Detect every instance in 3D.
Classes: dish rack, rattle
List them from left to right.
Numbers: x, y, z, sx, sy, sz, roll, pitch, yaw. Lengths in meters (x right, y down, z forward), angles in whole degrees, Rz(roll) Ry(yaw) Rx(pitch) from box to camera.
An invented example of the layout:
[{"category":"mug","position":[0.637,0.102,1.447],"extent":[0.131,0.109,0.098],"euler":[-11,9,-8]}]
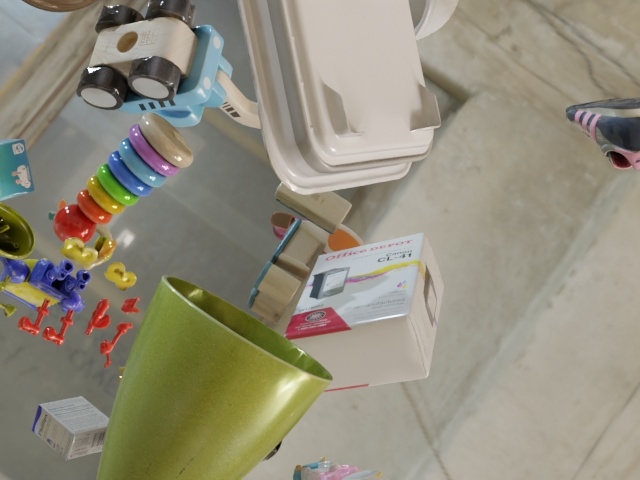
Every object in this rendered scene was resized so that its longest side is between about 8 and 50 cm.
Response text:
[{"category":"rattle","position":[-0.612,-0.030,2.402],"extent":[0.199,0.130,0.143],"euler":[60,-7,1]},{"category":"dish rack","position":[0.029,-0.225,0.984],"extent":[0.072,0.332,0.286],"euler":[-11,2,36]}]

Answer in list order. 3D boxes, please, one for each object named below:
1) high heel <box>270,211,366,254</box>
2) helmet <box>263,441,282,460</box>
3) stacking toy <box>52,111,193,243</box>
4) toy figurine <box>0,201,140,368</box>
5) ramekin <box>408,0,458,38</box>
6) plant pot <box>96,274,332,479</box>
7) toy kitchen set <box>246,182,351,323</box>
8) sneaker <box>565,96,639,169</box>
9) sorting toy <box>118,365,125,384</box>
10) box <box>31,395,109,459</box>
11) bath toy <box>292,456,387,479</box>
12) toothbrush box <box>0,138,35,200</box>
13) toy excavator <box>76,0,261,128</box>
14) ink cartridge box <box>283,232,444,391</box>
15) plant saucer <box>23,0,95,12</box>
[{"category":"high heel","position":[0.000,0.000,2.195],"extent":[0.244,0.082,0.117],"euler":[14,-13,11]},{"category":"helmet","position":[-0.162,0.419,2.091],"extent":[0.169,0.169,0.161],"euler":[36,-21,3]},{"category":"stacking toy","position":[-0.425,-0.112,1.965],"extent":[0.141,0.330,0.141],"euler":[46,12,-13]},{"category":"toy figurine","position":[-0.537,0.088,1.709],"extent":[0.217,0.191,0.362],"euler":[-11,-36,44]},{"category":"ramekin","position":[0.153,-0.530,1.926],"extent":[0.277,0.135,0.277],"euler":[19,-61,38]},{"category":"plant pot","position":[-0.176,0.242,1.300],"extent":[0.275,0.293,0.275],"euler":[32,0,0]},{"category":"toy kitchen set","position":[-0.063,0.013,1.629],"extent":[0.122,0.207,0.166],"euler":[33,-22,2]},{"category":"sneaker","position":[0.545,-0.201,1.786],"extent":[0.319,0.112,0.131],"euler":[-94,175,-81]},{"category":"sorting toy","position":[-0.398,0.406,2.114],"extent":[0.229,0.041,0.307],"euler":[105,-32,-51]},{"category":"box","position":[-0.567,0.429,2.166],"extent":[0.137,0.072,0.126],"euler":[30,18,32]},{"category":"bath toy","position":[0.061,0.530,1.960],"extent":[0.348,0.151,0.129],"euler":[159,-81,-70]},{"category":"toothbrush box","position":[-0.809,-0.131,2.034],"extent":[0.216,0.296,0.126],"euler":[5,-69,41]},{"category":"toy excavator","position":[-0.259,-0.351,2.161],"extent":[0.433,0.222,0.445],"euler":[-3,-25,28]},{"category":"ink cartridge box","position":[0.084,0.124,1.661],"extent":[0.306,0.226,0.131],"euler":[-69,143,-61]},{"category":"plant saucer","position":[-0.452,-0.539,1.647],"extent":[0.041,0.277,0.278],"euler":[20,-17,44]}]
